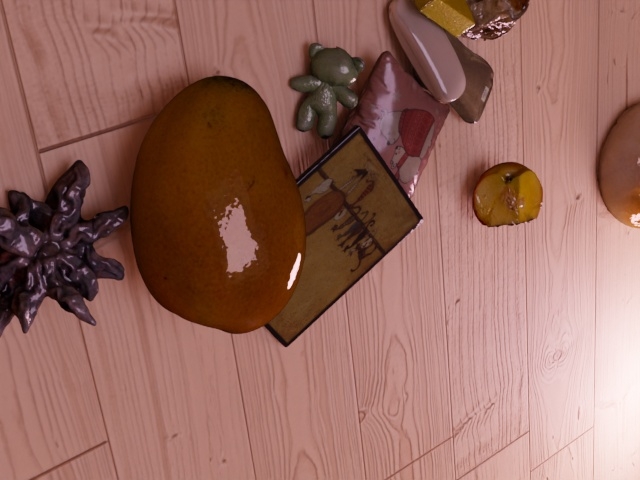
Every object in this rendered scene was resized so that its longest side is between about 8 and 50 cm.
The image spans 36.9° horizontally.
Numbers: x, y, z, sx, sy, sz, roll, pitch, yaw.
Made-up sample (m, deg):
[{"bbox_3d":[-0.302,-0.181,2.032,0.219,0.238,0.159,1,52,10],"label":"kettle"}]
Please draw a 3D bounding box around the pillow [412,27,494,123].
[{"bbox_3d":[0.248,-0.309,1.763,0.217,0.033,0.130,26,80,-41],"label":"pillow"}]

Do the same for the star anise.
[{"bbox_3d":[-0.373,0.019,1.299,0.282,0.129,0.213,-25,104,-36],"label":"star anise"}]

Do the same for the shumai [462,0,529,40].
[{"bbox_3d":[0.322,-0.424,1.729,0.145,0.116,0.146,-16,116,-37],"label":"shumai"}]

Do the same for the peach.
[{"bbox_3d":[0.370,-0.091,1.892,0.151,0.118,0.151,0,110,0],"label":"peach"}]

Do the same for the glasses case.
[{"bbox_3d":[0.186,-0.333,1.659,0.081,0.051,0.204,-42,109,-33],"label":"glasses case"}]

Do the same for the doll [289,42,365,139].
[{"bbox_3d":[0.006,-0.244,1.566,0.115,0.077,0.150,20,106,-6],"label":"doll"}]

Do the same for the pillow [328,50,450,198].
[{"bbox_3d":[0.124,-0.179,1.669,0.223,0.084,0.236,26,89,-44],"label":"pillow"}]

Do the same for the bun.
[{"bbox_3d":[0.777,-0.169,2.179,0.298,0.164,0.299,-17,117,-37],"label":"bun"}]

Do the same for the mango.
[{"bbox_3d":[-0.148,-0.049,1.400,0.263,0.221,0.378,-7,99,-34],"label":"mango"}]

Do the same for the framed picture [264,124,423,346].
[{"bbox_3d":[0.000,0.000,1.622,0.338,0.014,0.255,-42,130,-4],"label":"framed picture"}]

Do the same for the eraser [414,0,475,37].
[{"bbox_3d":[0.202,-0.415,1.637,0.045,0.097,0.122,-33,147,29],"label":"eraser"}]
